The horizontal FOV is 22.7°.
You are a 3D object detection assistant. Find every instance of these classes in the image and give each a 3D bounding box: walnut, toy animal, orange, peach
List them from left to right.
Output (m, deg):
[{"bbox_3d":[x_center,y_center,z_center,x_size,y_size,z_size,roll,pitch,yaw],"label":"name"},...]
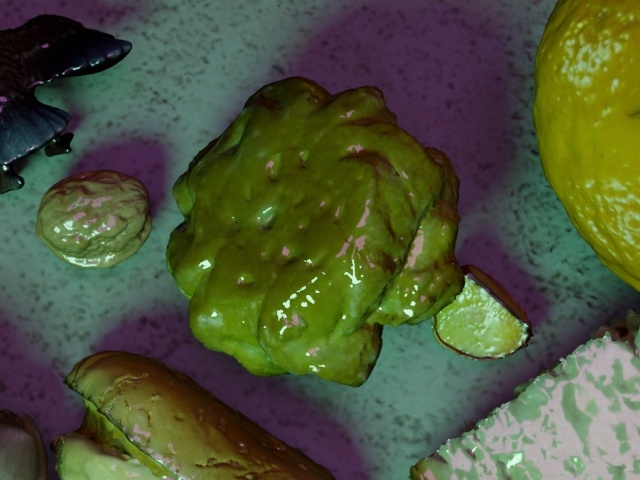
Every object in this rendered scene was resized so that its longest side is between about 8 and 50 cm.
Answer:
[{"bbox_3d":[-0.268,-0.133,1.289,0.218,0.116,0.179,-36,82,-3],"label":"toy animal"},{"bbox_3d":[-0.183,-0.017,1.285,0.096,0.079,0.082,-14,77,-7],"label":"walnut"},{"bbox_3d":[0.132,0.057,1.298,0.083,0.050,0.077,1,101,7],"label":"peach"},{"bbox_3d":[0.315,-0.098,1.210,0.293,0.340,0.340,-14,75,34],"label":"orange"}]

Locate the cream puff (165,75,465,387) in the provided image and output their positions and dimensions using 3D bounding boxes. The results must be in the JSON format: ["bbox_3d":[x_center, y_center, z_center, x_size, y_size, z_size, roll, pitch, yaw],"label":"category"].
[{"bbox_3d":[-0.005,-0.004,1.231,0.196,0.244,0.244,39,77,-26],"label":"cream puff"}]

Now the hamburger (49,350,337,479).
[{"bbox_3d":[-0.090,0.179,1.223,0.262,0.131,0.124,31,78,-1],"label":"hamburger"}]

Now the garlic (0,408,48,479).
[{"bbox_3d":[-0.284,0.208,1.191,0.191,0.160,0.214,-42,80,-5],"label":"garlic"}]

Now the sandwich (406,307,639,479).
[{"bbox_3d":[0.254,0.200,1.234,0.325,0.131,0.262,-35,80,-7],"label":"sandwich"}]
